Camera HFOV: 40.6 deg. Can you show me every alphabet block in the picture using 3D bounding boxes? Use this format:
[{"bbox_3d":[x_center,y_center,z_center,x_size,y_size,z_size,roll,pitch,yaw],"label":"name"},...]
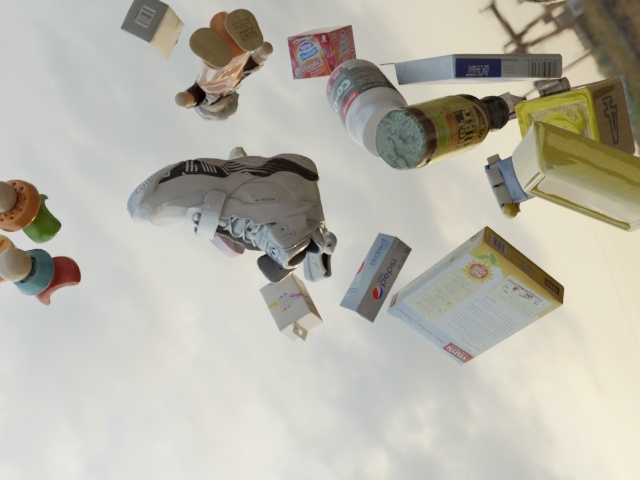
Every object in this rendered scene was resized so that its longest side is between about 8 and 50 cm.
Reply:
[{"bbox_3d":[0.593,-0.258,2.006,0.197,0.192,0.193,-23,-80,-47],"label":"alphabet block"}]

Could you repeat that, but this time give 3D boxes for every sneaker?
[{"bbox_3d":[-0.147,-0.036,1.543,0.365,0.137,0.210,-9,-122,-22],"label":"sneaker"},{"bbox_3d":[0.000,0.000,2.647,0.094,0.091,0.258,17,-113,-61],"label":"sneaker"}]

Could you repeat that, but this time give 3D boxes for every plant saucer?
[{"bbox_3d":[0.534,-0.104,1.674,0.332,0.081,0.333,22,177,7],"label":"plant saucer"}]

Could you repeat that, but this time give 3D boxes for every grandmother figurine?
[{"bbox_3d":[-0.177,-0.300,1.550,0.104,0.207,0.342,65,163,4],"label":"grandmother figurine"}]

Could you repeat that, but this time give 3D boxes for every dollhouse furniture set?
[{"bbox_3d":[0.547,-0.234,2.255,0.198,0.286,0.303,-13,-97,-63],"label":"dollhouse furniture set"}]

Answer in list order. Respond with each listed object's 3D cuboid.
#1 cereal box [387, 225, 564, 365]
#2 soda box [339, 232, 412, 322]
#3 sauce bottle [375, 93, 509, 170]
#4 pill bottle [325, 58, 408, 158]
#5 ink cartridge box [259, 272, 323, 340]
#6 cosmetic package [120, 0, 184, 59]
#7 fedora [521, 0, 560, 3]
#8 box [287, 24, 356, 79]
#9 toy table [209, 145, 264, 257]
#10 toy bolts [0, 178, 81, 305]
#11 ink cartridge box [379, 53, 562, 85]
[{"bbox_3d":[0.248,0.097,1.408,0.173,0.240,0.047,37,-138,-15],"label":"cereal box"},{"bbox_3d":[0.182,0.121,2.852,0.091,0.286,0.098,36,169,-33],"label":"soda box"},{"bbox_3d":[0.234,-0.208,1.553,0.344,0.111,0.111,-24,-96,-48],"label":"sauce bottle"},{"bbox_3d":[0.123,-0.324,2.126,0.161,0.161,0.283,44,-169,-34],"label":"pill bottle"},{"bbox_3d":[-0.065,0.163,2.052,0.143,0.090,0.092,61,-172,28],"label":"ink cartridge box"},{"bbox_3d":[-0.479,-0.616,2.492,0.107,0.127,0.238,27,180,-1],"label":"cosmetic package"},{"bbox_3d":[0.566,-0.726,2.061,0.334,0.334,0.153,36,-144,-45],"label":"fedora"},{"bbox_3d":[0.009,-0.541,2.472,0.257,0.128,0.123,-47,-48,-65],"label":"box"},{"bbox_3d":[-0.197,-0.092,2.017,0.274,0.160,0.252,53,-161,-47],"label":"toy table"},{"bbox_3d":[-0.578,0.019,1.596,0.228,0.218,0.158,53,-175,25],"label":"toy bolts"},{"bbox_3d":[0.368,-0.422,2.152,0.324,0.330,0.071,-7,-82,-26],"label":"ink cartridge box"}]
